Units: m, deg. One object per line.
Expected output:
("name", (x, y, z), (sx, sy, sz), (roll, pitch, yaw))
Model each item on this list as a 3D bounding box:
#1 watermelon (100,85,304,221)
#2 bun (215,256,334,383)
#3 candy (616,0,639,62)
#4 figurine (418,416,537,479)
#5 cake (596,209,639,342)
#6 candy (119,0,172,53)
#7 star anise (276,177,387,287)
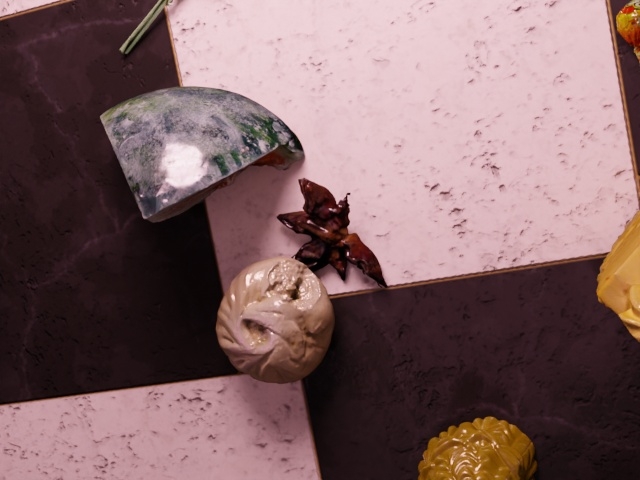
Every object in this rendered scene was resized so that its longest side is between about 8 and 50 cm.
("watermelon", (-0.197, -0.099, 1.272), (0.320, 0.289, 0.213), (13, 131, 0))
("bun", (-0.072, 0.126, 1.282), (0.178, 0.128, 0.193), (31, 116, 11))
("candy", (0.450, -0.232, 1.159), (0.060, 0.060, 0.201), (-10, 101, 16))
("figurine", (0.202, 0.376, 1.157), (0.187, 0.315, 0.168), (-11, 94, 16))
("cake", (0.493, 0.048, 1.054), (0.222, 0.286, 0.227), (35, 104, 8))
("candy", (-0.232, -0.389, 1.314), (0.262, 0.073, 0.077), (-44, 67, 23))
("star anise", (0.001, -0.002, 1.298), (0.157, 0.053, 0.212), (-16, 113, 28))
